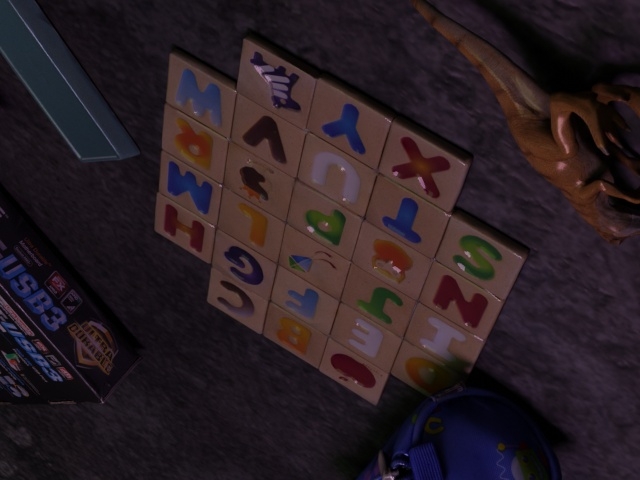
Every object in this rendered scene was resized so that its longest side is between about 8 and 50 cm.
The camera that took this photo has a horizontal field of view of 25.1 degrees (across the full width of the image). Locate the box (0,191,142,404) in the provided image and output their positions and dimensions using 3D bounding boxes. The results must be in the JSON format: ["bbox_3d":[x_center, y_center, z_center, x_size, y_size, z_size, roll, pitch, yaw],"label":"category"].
[{"bbox_3d":[-0.355,0.039,1.406,0.293,0.073,0.295,-11,124,50],"label":"box"}]

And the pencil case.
[{"bbox_3d":[0.073,0.218,1.161,0.133,0.119,0.306,4,154,-18],"label":"pencil case"}]

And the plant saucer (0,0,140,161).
[{"bbox_3d":[-0.211,-0.133,1.095,0.067,0.018,0.192,1,134,45],"label":"plant saucer"}]

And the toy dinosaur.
[{"bbox_3d":[0.126,-0.067,0.804,0.211,0.064,0.112,49,148,-18],"label":"toy dinosaur"}]

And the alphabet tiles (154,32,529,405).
[{"bbox_3d":[0.000,0.000,1.064,0.285,0.011,0.343,31,148,10],"label":"alphabet tiles"}]
